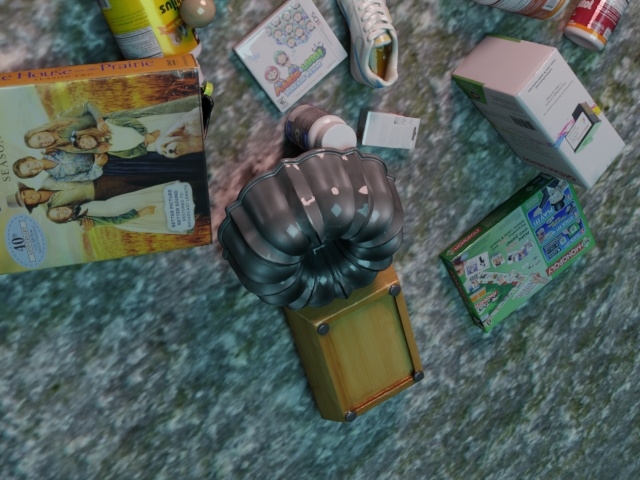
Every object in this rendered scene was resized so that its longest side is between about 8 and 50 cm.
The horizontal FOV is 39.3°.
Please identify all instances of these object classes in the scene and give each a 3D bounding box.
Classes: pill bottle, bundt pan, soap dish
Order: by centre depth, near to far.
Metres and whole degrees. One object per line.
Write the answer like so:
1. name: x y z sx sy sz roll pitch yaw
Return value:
1. pill bottle: -0.254 -0.324 1.346 0.117 0.117 0.214 -30 120 -14
2. bundt pan: 0.000 0.000 1.518 0.331 0.124 0.330 -16 143 -13
3. pill bottle: 0.001 -0.181 1.523 0.078 0.137 0.078 -10 113 -24
4. pill bottle: 0.336 -0.472 1.595 0.216 0.121 0.121 6 106 -29
5. soap dish: 0.074 0.193 1.718 0.229 0.118 0.290 -26 120 -17
6. pill bottle: 0.543 -0.451 1.732 0.086 0.086 0.152 26 95 -33

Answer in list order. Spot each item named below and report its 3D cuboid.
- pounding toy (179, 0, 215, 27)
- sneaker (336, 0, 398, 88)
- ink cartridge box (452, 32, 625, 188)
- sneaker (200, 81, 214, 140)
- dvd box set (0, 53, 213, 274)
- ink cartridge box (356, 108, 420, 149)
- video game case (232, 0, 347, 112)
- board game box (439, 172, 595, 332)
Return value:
1. pounding toy: -0.135 -0.438 1.309 0.237 0.110 0.183 -55 132 -36
2. sneaker: 0.088 -0.372 1.521 0.088 0.092 0.228 -22 116 -17
3. ink cartridge box: 0.408 -0.242 1.673 0.117 0.201 0.278 -50 123 -2
4. sneaker: -0.239 -0.151 1.433 0.084 0.097 0.234 19 100 -31
5. dvd box set: -0.380 -0.105 1.327 0.421 0.062 0.307 -8 122 -13
6. ink cartridge box: 0.124 -0.203 1.643 0.115 0.029 0.062 2 107 -29
7. video game case: -0.049 -0.319 1.514 0.157 0.019 0.143 -43 122 -7
8. board game box: 0.417 0.018 1.871 0.317 0.046 0.213 -37 122 -11
